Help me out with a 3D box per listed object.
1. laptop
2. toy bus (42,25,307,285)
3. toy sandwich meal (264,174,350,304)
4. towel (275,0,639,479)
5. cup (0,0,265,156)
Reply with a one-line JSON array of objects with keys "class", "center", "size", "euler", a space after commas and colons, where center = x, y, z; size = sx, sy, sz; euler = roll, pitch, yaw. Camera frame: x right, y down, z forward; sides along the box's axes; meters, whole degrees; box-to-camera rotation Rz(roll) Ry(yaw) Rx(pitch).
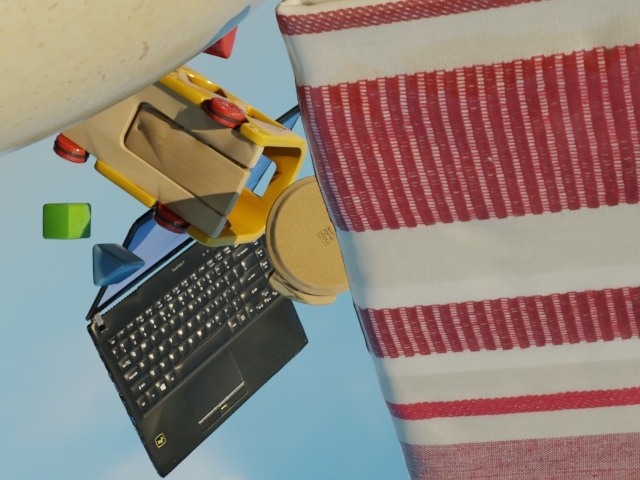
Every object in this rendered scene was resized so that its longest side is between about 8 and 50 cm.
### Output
[{"class": "laptop", "center": [-0.081, 0.046, 1.140], "size": [0.136, 0.264, 0.234], "euler": [-2, -152, 43]}, {"class": "toy bus", "center": [-0.110, -0.080, 0.924], "size": [0.190, 0.202, 0.104], "euler": [-14, 176, 25]}, {"class": "toy sandwich meal", "center": [0.000, 0.000, 0.806], "size": [0.085, 0.085, 0.029], "euler": [-43, -171, -13]}, {"class": "towel", "center": [0.130, 0.011, 0.586], "size": [0.237, 0.329, 0.037], "euler": [-6, -140, 13]}, {"class": "cup", "center": [-0.156, -0.163, 0.499], "size": [0.331, 0.331, 0.237], "euler": [-16, -140, 47]}]
